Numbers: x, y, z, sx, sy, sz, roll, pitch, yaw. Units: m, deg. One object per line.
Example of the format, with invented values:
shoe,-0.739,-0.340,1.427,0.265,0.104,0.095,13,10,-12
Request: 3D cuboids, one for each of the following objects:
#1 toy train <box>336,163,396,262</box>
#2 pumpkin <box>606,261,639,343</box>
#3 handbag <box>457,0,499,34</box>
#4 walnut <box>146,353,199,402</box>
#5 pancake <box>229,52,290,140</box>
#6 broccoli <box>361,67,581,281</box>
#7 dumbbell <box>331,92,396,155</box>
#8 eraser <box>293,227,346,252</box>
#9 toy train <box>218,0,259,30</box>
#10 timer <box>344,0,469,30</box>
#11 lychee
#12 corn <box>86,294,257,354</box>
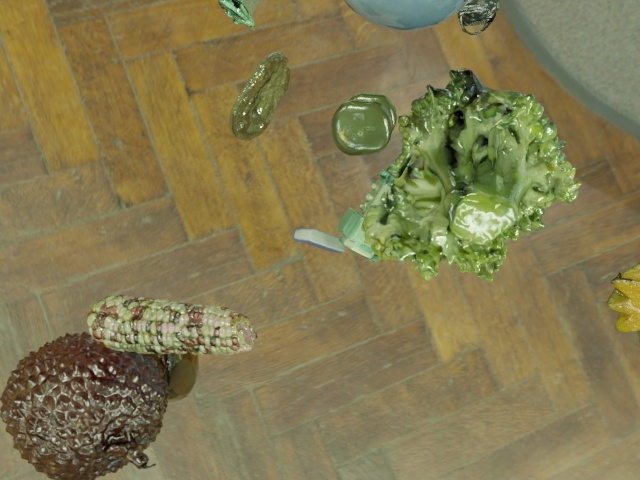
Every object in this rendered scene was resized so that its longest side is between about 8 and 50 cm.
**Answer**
toy train,0.122,-0.053,1.429,0.125,0.081,0.194,26,100,-32
pumpkin,0.564,0.081,1.188,0.254,0.130,0.149,9,43,11
handbag,0.414,-0.599,2.058,0.115,0.072,0.139,0,57,16
walnut,-0.306,0.227,1.505,0.137,0.245,0.137,-2,46,2
pancake,-0.151,-0.360,1.936,0.042,0.236,0.222,34,30,18
broccoli,0.165,-0.068,0.897,0.263,0.243,0.246,-11,108,10
dumbbell,0.040,-0.104,0.684,0.052,0.118,0.046,0,104,8
eraser,0.000,0.000,1.467,0.085,0.063,0.027,18,82,-34
toy train,-0.173,-0.465,1.394,0.157,0.253,0.105,31,100,-5
timer,0.118,-0.299,0.790,0.256,0.175,0.175,-22,85,-43
lychee,-0.391,0.285,1.317,0.300,0.264,0.264,33,67,25
corn,-0.232,0.130,1.192,0.281,0.092,0.092,-1,75,22
